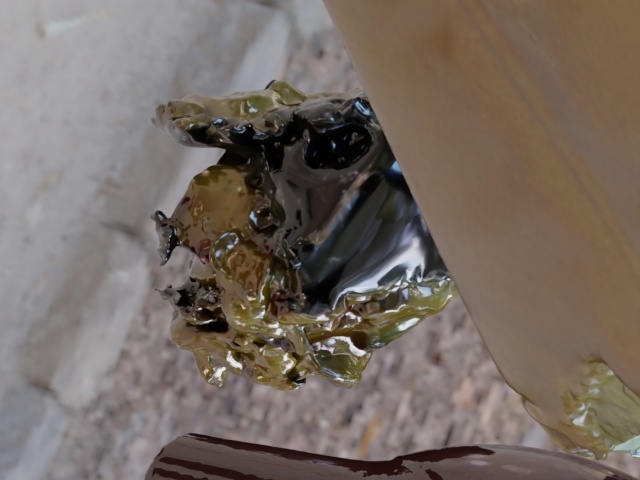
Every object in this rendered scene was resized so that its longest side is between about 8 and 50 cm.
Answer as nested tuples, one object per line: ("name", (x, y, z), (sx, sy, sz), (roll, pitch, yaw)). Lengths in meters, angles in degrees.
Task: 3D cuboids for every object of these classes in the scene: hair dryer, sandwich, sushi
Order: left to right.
("sushi", (-0.007, 0.000, 1.185), (0.213, 0.200, 0.204), (-137, -135, -82))
("hair dryer", (0.042, 0.263, 0.899), (0.123, 0.313, 0.340), (9, 86, -58))
("sandwich", (0.091, -0.073, 0.524), (0.155, 0.198, 0.227), (-33, 165, -25))
